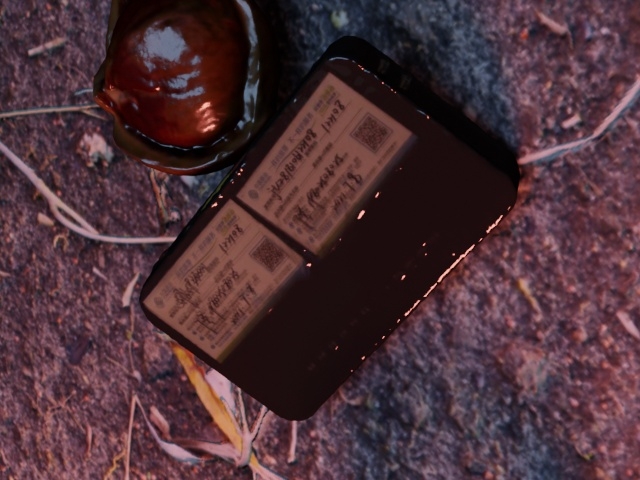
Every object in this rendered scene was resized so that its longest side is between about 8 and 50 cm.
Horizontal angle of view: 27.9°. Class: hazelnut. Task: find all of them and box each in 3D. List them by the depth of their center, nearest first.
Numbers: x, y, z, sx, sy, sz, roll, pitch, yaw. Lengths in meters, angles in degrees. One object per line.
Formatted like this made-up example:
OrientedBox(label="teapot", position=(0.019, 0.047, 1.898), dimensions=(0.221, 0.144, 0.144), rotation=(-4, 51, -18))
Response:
OrientedBox(label="hazelnut", position=(-0.119, -0.160, 1.204), dimensions=(0.170, 0.160, 0.202), rotation=(-23, 67, 35))

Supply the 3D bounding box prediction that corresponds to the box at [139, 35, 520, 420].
OrientedBox(label="box", position=(0.000, 0.000, 1.172), dimensions=(0.211, 0.058, 0.350), rotation=(38, 121, -7))
